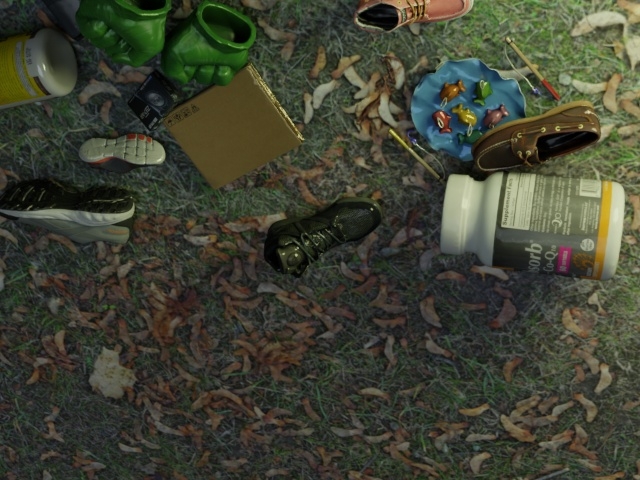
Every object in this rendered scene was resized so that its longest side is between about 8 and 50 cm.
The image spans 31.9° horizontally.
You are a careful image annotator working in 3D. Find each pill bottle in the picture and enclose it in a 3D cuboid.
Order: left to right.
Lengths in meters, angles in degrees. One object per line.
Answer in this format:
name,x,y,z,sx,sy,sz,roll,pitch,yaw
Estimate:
pill bottle,-0.530,-0.285,1.898,0.215,0.117,0.117,-9,120,20
pill bottle,0.339,-0.028,1.801,0.278,0.162,0.162,6,124,12

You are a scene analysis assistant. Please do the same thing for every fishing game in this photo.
fishing game,0.236,-0.205,1.789,0.264,0.041,0.189,-33,112,30

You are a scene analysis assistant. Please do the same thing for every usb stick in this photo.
usb stick,-0.457,-0.451,1.813,0.077,0.045,0.278,-25,113,29

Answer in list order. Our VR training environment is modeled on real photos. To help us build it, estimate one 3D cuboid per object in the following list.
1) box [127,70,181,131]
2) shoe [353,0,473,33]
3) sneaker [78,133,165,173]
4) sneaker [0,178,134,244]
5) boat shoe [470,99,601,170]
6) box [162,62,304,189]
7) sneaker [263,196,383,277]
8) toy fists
box,-0.285,-0.237,1.909,0.067,0.018,0.083,51,124,7
shoe,0.140,-0.348,1.694,0.178,0.081,0.063,2,123,14
sneaker,-0.346,-0.148,1.987,0.157,0.061,0.065,5,151,13
sneaker,-0.472,-0.042,2.056,0.271,0.100,0.108,8,130,10
boat shoe,0.336,-0.153,1.753,0.207,0.073,0.073,-22,138,20
box,-0.152,-0.190,1.915,0.201,0.021,0.164,-25,113,28
sneaker,0.000,0.000,1.935,0.227,0.130,0.087,-15,119,21
toy fists,-0.245,-0.321,1.763,0.279,0.096,0.142,14,152,-28
